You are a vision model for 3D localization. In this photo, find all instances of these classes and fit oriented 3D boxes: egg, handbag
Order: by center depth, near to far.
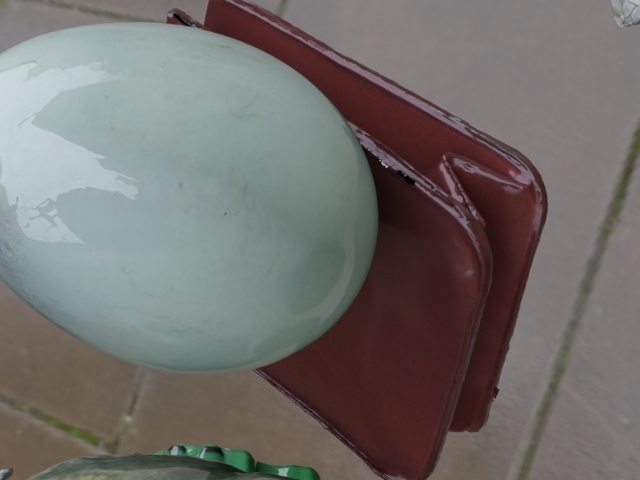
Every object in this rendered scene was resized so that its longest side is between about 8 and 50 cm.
[{"bbox_3d":[-0.080,-0.023,0.813,0.183,0.264,0.182,-14,68,38],"label":"egg"},{"bbox_3d":[0.001,-0.001,0.989,0.275,0.260,0.084,34,50,25],"label":"handbag"}]

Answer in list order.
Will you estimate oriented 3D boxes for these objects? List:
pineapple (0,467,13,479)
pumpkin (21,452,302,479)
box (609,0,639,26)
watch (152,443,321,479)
[{"bbox_3d":[-0.421,0.196,1.342,0.169,0.341,0.169,-162,90,-77],"label":"pineapple"},{"bbox_3d":[-0.033,0.204,0.441,0.328,0.257,0.291,16,95,17],"label":"pumpkin"},{"bbox_3d":[0.271,-0.219,1.329,0.045,0.098,0.062,-13,100,11],"label":"box"},{"bbox_3d":[-0.074,0.218,0.936,0.131,0.165,0.152,10,63,-3],"label":"watch"}]
